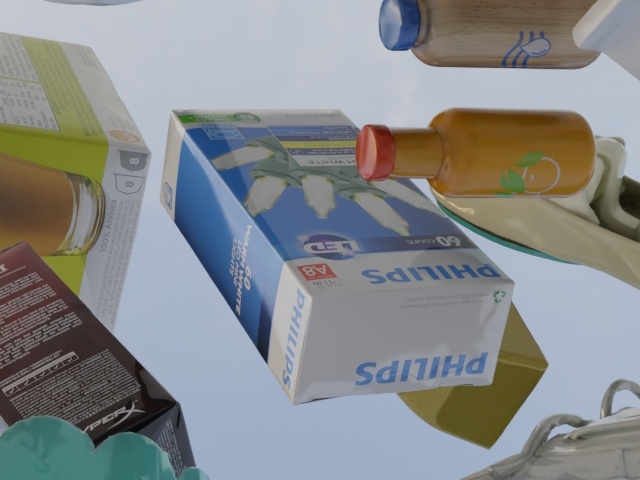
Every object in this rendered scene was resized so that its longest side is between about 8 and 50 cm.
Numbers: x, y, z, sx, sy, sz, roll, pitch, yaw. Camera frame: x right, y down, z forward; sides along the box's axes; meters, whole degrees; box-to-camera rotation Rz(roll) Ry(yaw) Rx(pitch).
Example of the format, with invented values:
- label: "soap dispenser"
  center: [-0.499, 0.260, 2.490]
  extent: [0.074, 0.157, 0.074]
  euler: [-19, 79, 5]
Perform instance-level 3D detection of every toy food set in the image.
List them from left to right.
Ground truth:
- label: "toy food set"
  center: [0.094, -0.105, 0.552]
  extent: [0.104, 0.232, 0.111]
  euler: [-2, -113, -22]

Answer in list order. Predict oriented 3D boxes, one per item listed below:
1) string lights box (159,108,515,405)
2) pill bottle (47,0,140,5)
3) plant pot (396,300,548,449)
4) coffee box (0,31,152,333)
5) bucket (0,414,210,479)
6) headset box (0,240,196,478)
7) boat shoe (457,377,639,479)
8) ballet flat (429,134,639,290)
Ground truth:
- label: "string lights box"
  center: [0.000, 0.000, 0.920]
  extent: [0.133, 0.076, 0.259]
  euler: [-3, -151, -24]
- label: "pill bottle"
  center: [-0.138, -0.269, 0.955]
  extent: [0.204, 0.204, 0.361]
  euler: [11, -162, -4]
- label: "plant pot"
  center: [0.089, 0.081, 0.981]
  extent: [0.083, 0.081, 0.081]
  euler: [16, -151, -28]
- label: "coffee box"
  center: [-0.401, -0.024, 1.504]
  extent: [0.334, 0.337, 0.338]
  euler: [6, -157, -22]
- label: "bucket"
  center: [-0.184, 0.252, 0.856]
  extent: [0.281, 0.281, 0.183]
  euler: [3, -132, -14]
- label: "headset box"
  center: [-0.205, 0.154, 1.129]
  extent: [0.110, 0.218, 0.293]
  euler: [-27, -140, -23]
- label: "boat shoe"
  center: [0.169, 0.140, 0.769]
  extent: [0.367, 0.136, 0.156]
  euler: [-16, -159, 15]
- label: "ballet flat"
  center: [0.179, -0.015, 0.814]
  extent: [0.248, 0.086, 0.086]
  euler: [25, -141, 20]
